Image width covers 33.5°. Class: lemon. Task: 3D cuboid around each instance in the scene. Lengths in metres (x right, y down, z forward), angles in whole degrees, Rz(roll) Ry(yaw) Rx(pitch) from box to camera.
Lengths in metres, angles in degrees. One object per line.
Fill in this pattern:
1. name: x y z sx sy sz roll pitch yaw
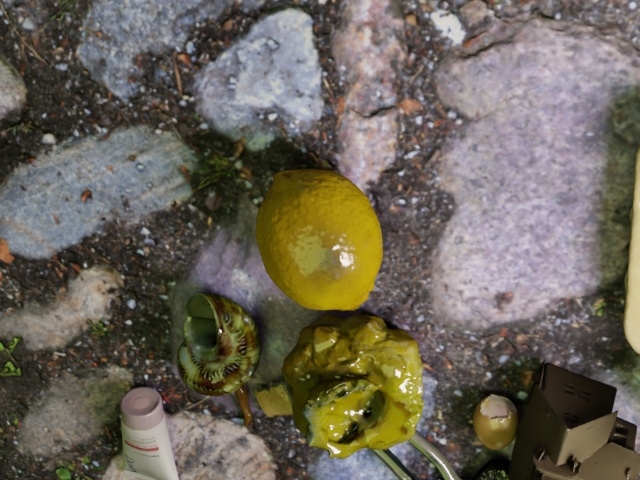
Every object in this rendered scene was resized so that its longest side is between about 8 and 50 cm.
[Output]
1. lemon: 0.000 0.000 1.713 0.204 0.204 0.260 -19 106 29

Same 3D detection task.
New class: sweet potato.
1. sweet potato: -0.146 0.310 2.035 0.026 0.026 0.115 -1 119 23

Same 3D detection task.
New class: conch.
1. conch: -0.189 0.188 1.938 0.181 0.124 0.187 -28 79 40

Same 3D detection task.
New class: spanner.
1. spanner: 0.220 0.447 1.931 0.325 0.040 0.095 43 100 -1

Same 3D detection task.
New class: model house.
1. model house: 0.404 0.361 1.707 0.204 0.243 0.211 17 120 14

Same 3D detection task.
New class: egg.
1. egg: 0.301 0.314 1.824 0.080 0.080 0.096 13 134 16

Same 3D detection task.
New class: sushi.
1. sushi: 0.324 0.428 1.889 0.083 0.056 0.084 40 124 7

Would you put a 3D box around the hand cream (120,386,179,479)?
1. hand cream: -0.354 0.408 2.146 0.133 0.083 0.248 13 129 18

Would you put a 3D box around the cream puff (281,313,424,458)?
1. cream puff: 0.049 0.257 1.824 0.282 0.185 0.282 8 109 26

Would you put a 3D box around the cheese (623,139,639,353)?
1. cheese: 0.570 0.031 1.555 0.384 0.104 0.384 9 119 17

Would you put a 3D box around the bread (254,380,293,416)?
1. bread: -0.082 0.298 1.997 0.083 0.035 0.070 -20 106 36

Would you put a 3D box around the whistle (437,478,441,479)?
1. whistle: 0.189 0.457 1.970 0.083 0.029 0.033 -4 108 13
